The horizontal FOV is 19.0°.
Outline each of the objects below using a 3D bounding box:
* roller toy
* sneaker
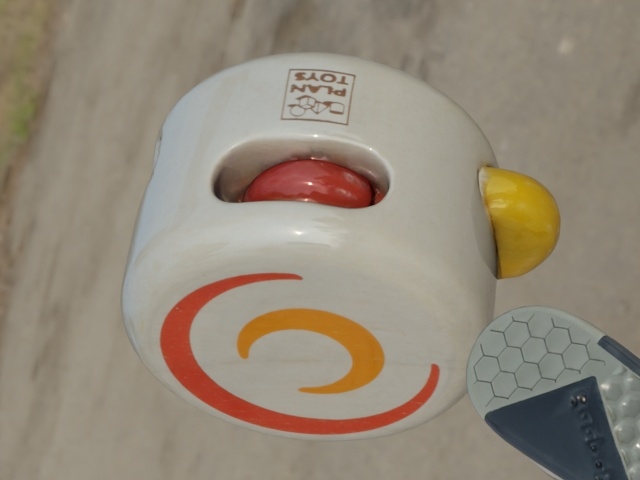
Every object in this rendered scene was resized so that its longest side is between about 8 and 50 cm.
[{"bbox_3d":[0.000,0.000,1.006,0.209,0.191,0.146,-29,39,39],"label":"roller toy"},{"bbox_3d":[0.178,0.124,0.824,0.086,0.163,0.226,-48,56,3],"label":"sneaker"}]
